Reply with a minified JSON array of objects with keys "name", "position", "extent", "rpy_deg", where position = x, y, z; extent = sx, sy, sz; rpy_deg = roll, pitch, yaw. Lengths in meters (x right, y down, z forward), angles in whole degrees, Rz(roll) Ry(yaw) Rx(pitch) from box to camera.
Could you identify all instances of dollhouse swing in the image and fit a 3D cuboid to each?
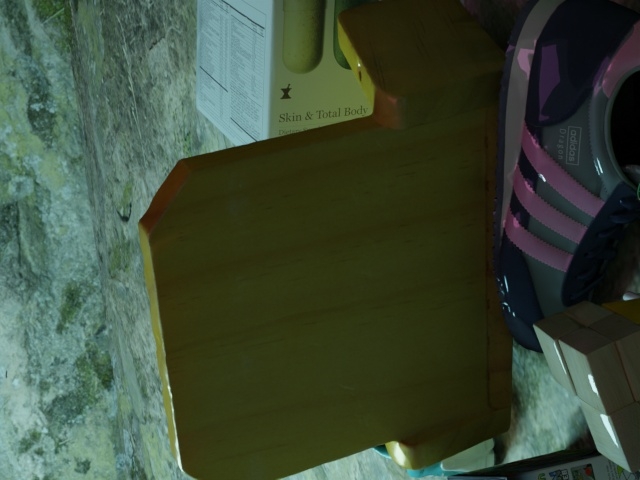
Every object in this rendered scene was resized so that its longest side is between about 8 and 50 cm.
[{"name":"dollhouse swing","position":[0.000,0.000,1.122],"extent":[0.315,0.305,0.346],"rpy_deg":[-110,14,-61]}]

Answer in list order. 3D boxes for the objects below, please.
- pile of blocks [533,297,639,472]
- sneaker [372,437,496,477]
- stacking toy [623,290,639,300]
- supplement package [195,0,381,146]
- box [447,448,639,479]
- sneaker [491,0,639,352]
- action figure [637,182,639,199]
[{"name":"pile of blocks","position":[0.301,0.073,0.738],"extent":[0.362,0.149,0.112],"rpy_deg":[-8,110,43]},{"name":"sneaker","position":[0.078,0.169,1.361],"extent":[0.275,0.110,0.107],"rpy_deg":[-148,52,-61]},{"name":"stacking toy","position":[0.289,0.150,0.940],"extent":[0.167,0.052,0.221],"rpy_deg":[-154,58,-63]},{"name":"supplement package","position":[0.002,-0.231,1.276],"extent":[0.198,0.199,0.262],"rpy_deg":[-136,43,-54]},{"name":"box","position":[0.183,0.201,1.064],"extent":[0.207,0.114,0.036],"rpy_deg":[127,132,-77]},{"name":"sneaker","position":[0.212,-0.031,0.998],"extent":[0.131,0.112,0.319],"rpy_deg":[19,131,33]},{"name":"action figure","position":[0.272,-0.044,0.767],"extent":[0.232,0.064,0.137],"rpy_deg":[-15,86,65]}]
